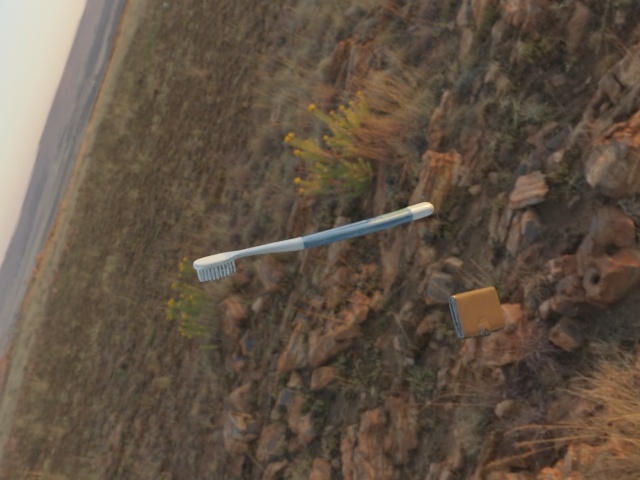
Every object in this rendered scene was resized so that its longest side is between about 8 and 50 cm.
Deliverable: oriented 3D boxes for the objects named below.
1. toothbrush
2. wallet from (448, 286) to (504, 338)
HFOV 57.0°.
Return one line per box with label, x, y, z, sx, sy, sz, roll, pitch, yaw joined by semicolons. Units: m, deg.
toothbrush;0.000;0.000;0.643;0.019;0.276;0.025;-131;30;-58
wallet;0.384;0.179;1.446;0.039;0.153;0.117;-25;74;55
